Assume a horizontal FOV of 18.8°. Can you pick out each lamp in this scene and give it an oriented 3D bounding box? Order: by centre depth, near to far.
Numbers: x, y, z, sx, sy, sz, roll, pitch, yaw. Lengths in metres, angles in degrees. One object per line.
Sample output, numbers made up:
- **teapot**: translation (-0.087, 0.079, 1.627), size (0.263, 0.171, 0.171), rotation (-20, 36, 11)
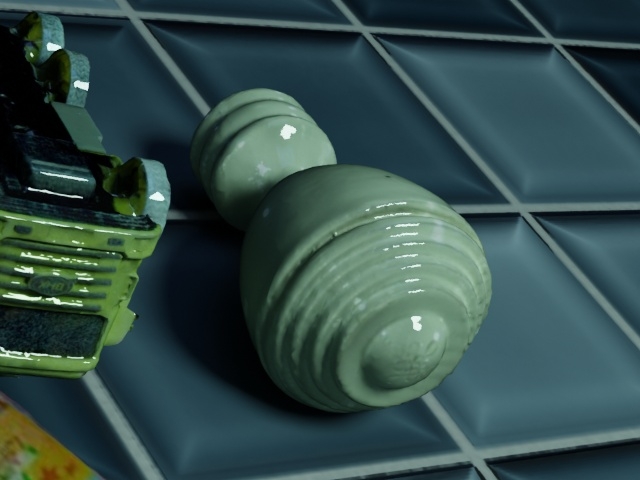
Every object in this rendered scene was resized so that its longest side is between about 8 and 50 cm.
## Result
- **lamp**: translation (0.000, 0.000, 0.848), size (0.106, 0.106, 0.193), rotation (7, 27, -32)

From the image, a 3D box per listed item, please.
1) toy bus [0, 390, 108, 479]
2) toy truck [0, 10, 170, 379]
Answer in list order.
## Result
- **toy bus**: translation (-0.124, 0.172, 0.481), size (0.138, 0.112, 0.317), rotation (35, 30, -9)
- **toy truck**: translation (-0.135, -0.016, 0.742), size (0.085, 0.116, 0.191), rotation (7, 27, -31)
